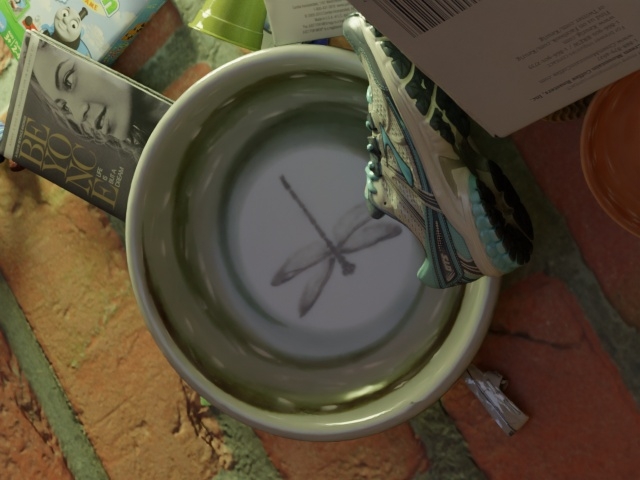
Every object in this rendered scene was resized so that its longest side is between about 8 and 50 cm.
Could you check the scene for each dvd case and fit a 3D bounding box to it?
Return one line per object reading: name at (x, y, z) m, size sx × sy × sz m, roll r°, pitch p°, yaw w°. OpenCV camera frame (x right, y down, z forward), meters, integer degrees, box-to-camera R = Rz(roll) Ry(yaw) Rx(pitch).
dvd case at (-0.263, -0.124, 1.978) m, size 0.221 × 0.018 × 0.164 m, roll 28°, pitch 119°, yaw 18°

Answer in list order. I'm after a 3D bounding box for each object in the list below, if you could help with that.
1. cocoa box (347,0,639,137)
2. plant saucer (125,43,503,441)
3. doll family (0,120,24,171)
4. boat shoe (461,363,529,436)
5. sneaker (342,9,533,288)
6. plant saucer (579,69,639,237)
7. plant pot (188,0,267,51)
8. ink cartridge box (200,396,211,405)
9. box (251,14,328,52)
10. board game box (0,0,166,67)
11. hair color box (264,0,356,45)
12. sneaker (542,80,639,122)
cocoa box at (0.222, -0.291, 1.449) m, size 0.347 × 0.231 × 0.228 m, roll -26°, pitch 39°, yaw 36°
plant saucer at (0.000, 0.000, 1.759) m, size 0.400 × 0.100 × 0.400 m, roll 3°, pitch 99°, yaw 19°
doll family at (-0.431, -0.085, 2.107) m, size 0.111 × 0.076 × 0.193 m, roll 49°, pitch 120°, yaw 24°
boat shoe at (0.173, 0.148, 1.739) m, size 0.035 × 0.035 × 0.100 m, roll -40°, pitch 69°, yaw 6°
sneaker at (0.079, -0.079, 1.606) m, size 0.122 × 0.110 × 0.283 m, roll -27°, pitch 92°, yaw 26°
plant saucer at (0.331, -0.087, 1.534) m, size 0.200 × 0.037 × 0.200 m, roll 5°, pitch 116°, yaw 11°
plant pot at (-0.085, -0.246, 1.796) m, size 0.083 × 0.083 × 0.079 m, roll 26°, pitch 100°, yaw 30°
ink cartridge box at (-0.104, 0.068, 1.910) m, size 0.171 × 0.056 × 0.235 m, roll -8°, pitch 92°, yaw 36°
box at (-0.051, -0.236, 1.831) m, size 0.136 × 0.028 × 0.081 m, roll 51°, pitch 123°, yaw 20°
board game box at (-0.281, -0.270, 1.985) m, size 0.211 × 0.039 × 0.160 m, roll -44°, pitch 73°, yaw 33°
hair color box at (0.013, -0.390, 1.668) m, size 0.185 × 0.113 × 0.374 m, roll -4°, pitch 106°, yaw 36°
sneaker at (0.281, -0.158, 1.581) m, size 0.185 × 0.084 × 0.069 m, roll -4°, pitch 119°, yaw 11°
